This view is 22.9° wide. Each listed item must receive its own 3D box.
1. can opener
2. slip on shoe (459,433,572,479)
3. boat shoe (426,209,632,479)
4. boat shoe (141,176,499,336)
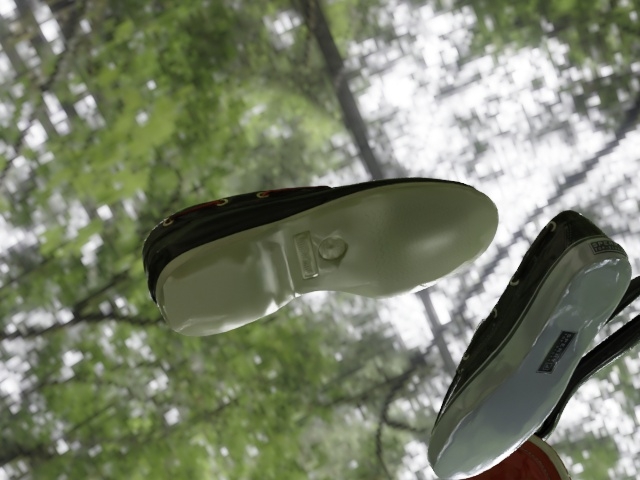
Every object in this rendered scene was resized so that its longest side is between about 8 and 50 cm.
[{"bbox_3d":[0.191,0.094,1.219,0.186,0.059,0.073,-45,-175,-1],"label":"can opener"},{"bbox_3d":[0.090,0.266,1.018,0.123,0.101,0.331,1,-124,34],"label":"slip on shoe"},{"bbox_3d":[0.090,0.049,0.722,0.142,0.049,0.040,-57,-140,23],"label":"boat shoe"},{"bbox_3d":[0.000,-0.002,0.580,0.133,0.049,0.042,-13,-147,-13],"label":"boat shoe"}]
